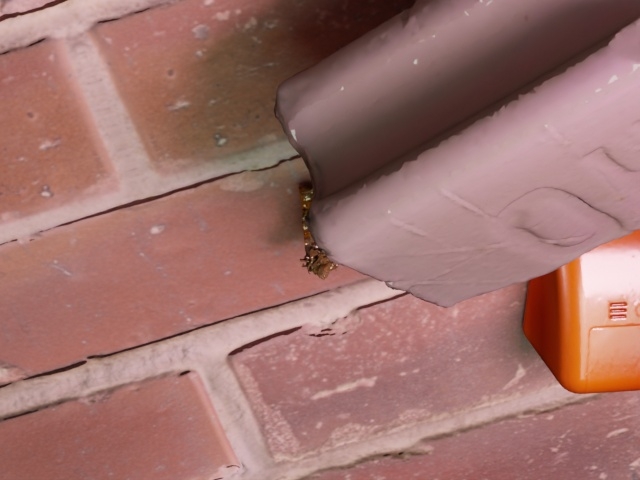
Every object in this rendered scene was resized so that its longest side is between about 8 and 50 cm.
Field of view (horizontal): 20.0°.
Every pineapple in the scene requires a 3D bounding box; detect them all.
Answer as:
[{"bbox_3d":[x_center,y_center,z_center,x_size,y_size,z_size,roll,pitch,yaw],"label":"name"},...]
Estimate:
[{"bbox_3d":[0.000,0.000,2.058,0.077,0.114,0.114,-22,127,34],"label":"pineapple"}]

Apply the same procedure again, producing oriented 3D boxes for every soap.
[{"bbox_3d":[0.223,-0.125,1.832,0.435,0.213,0.350,-27,153,22],"label":"soap"}]

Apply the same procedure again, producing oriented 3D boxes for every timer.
[{"bbox_3d":[0.384,0.041,2.140,0.257,0.161,0.250,-3,115,-6],"label":"timer"}]
